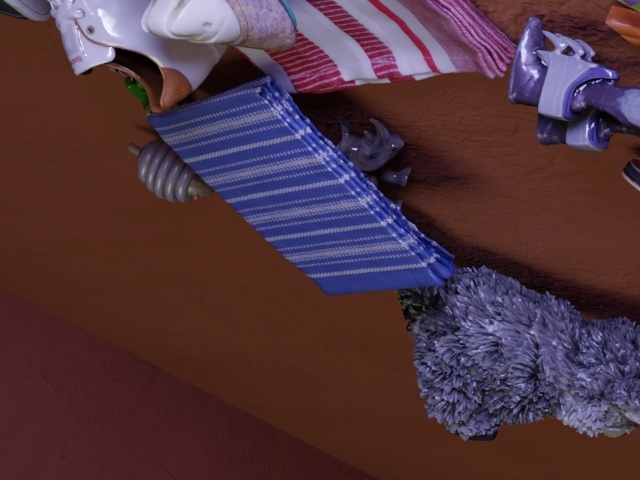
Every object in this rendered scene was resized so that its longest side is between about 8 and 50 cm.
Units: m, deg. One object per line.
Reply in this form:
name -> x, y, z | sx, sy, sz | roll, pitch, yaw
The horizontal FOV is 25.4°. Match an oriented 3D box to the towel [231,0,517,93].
towel -> -0.005, -0.217, 1.343 | 0.237, 0.037, 0.329 | 35, 158, -36

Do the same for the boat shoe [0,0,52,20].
boat shoe -> -0.355, -0.294, 1.436 | 0.079, 0.084, 0.233 | 13, 164, 25

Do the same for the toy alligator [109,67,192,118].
toy alligator -> -0.191, -0.176, 1.669 | 0.051, 0.056, 0.190 | -27, 148, 7

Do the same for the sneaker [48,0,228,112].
sneaker -> -0.227, -0.236, 1.350 | 0.290, 0.123, 0.106 | 39, 160, -14

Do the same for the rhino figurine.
rhino figurine -> 0.047, -0.065, 1.660 | 0.106, 0.073, 0.243 | 14, 148, 4

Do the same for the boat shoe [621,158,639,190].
boat shoe -> 0.365, -0.054, 1.395 | 0.137, 0.049, 0.043 | 22, 121, 4

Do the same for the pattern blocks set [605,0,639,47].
pattern blocks set -> 0.298, -0.171, 1.050 | 0.325, 0.026, 0.285 | 22, 173, 0

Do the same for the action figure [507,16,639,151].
action figure -> 0.295, -0.101, 1.180 | 0.285, 0.099, 0.185 | 22, -177, 37

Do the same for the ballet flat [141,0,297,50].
ballet flat -> -0.135, -0.242, 1.231 | 0.107, 0.106, 0.316 | 9, 151, 43

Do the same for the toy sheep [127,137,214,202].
toy sheep -> -0.196, -0.094, 1.866 | 0.132, 0.091, 0.091 | 23, 164, 13

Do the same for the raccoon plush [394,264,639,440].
raccoon plush -> 0.256, 0.116, 1.804 | 0.299, 0.216, 0.446 | -9, 144, 40

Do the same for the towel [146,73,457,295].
towel -> -0.020, -0.053, 1.629 | 0.336, 0.040, 0.243 | 45, 150, -25
